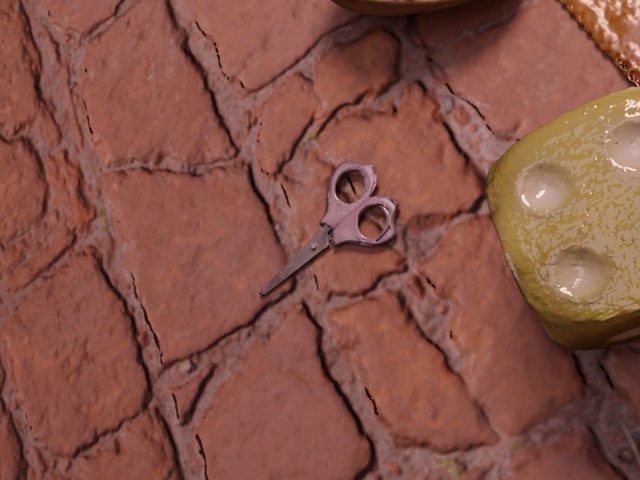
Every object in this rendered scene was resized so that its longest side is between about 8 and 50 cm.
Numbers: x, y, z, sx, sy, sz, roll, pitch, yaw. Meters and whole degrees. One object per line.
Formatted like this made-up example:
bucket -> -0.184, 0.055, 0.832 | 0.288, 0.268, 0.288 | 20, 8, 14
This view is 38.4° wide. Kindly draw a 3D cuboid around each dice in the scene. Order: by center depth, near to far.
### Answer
dice -> 0.247, -0.013, 0.737 | 0.169, 0.169, 0.166 | -25, 69, 24

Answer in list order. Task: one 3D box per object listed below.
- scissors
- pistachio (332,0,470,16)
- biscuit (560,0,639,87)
scissors -> 0.000, 0.000, 0.968 | 0.189, 0.015, 0.100 | -41, 67, 19
pistachio -> 0.084, -0.284, 0.897 | 0.215, 0.144, 0.143 | 6, 85, 32
biscuit -> 0.322, -0.278, 0.829 | 0.232, 0.013, 0.236 | -41, 64, 18
